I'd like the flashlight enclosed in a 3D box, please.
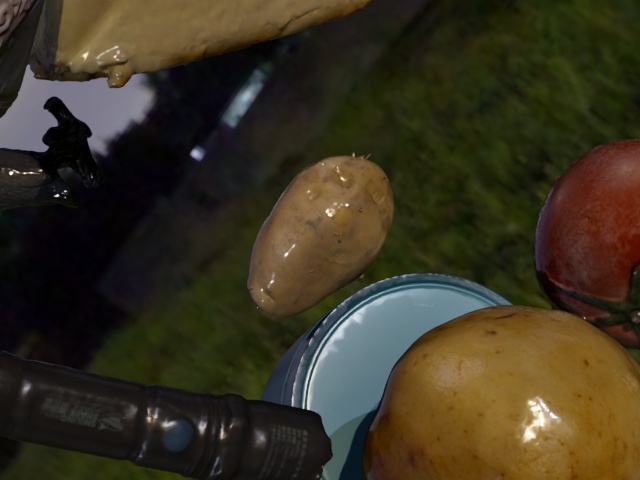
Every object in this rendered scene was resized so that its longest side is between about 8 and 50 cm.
[{"bbox_3d":[-0.193,0.181,1.521,0.103,0.424,0.103,-47,35,49],"label":"flashlight"}]

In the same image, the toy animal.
[{"bbox_3d":[-0.354,-0.059,1.730,0.210,0.117,0.121,-29,-19,-14],"label":"toy animal"}]

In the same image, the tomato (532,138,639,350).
[{"bbox_3d":[0.391,0.000,1.833,0.265,0.265,0.265,-55,4,6],"label":"tomato"}]

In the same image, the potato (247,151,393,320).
[{"bbox_3d":[-0.003,-0.002,1.893,0.234,0.161,0.128,-36,35,2],"label":"potato"}]

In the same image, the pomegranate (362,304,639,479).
[{"bbox_3d":[0.180,0.204,1.433,0.307,0.307,0.307,-55,4,6],"label":"pomegranate"}]

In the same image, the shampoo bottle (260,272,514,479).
[{"bbox_3d":[0.098,0.227,1.871,0.331,0.331,0.343,-56,3,-14],"label":"shampoo bottle"}]

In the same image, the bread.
[{"bbox_3d":[-0.171,-0.353,1.486,0.390,0.279,0.371,-22,32,-23],"label":"bread"}]

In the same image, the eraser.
[{"bbox_3d":[-0.289,-0.135,1.185,0.204,0.059,0.243,-65,-6,35],"label":"eraser"}]
